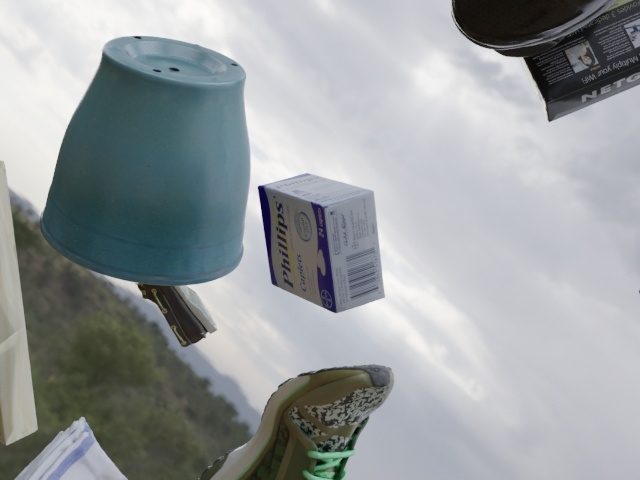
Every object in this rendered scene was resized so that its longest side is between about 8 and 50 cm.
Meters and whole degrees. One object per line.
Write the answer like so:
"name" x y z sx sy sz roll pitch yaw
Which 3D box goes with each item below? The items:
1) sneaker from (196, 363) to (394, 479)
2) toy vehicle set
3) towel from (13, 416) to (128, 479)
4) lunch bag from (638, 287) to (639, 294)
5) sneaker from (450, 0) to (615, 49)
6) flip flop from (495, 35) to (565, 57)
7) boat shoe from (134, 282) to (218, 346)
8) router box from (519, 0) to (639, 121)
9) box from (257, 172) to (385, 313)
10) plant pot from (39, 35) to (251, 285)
"sneaker" -0.013 0.318 1.422 0.158 0.410 0.182 5 46 -38
"toy vehicle set" -0.337 0.040 0.989 0.166 0.035 0.266 17 -62 40
"towel" -0.237 0.353 1.095 0.034 0.209 0.285 -6 -58 47
"lunch bag" 0.277 0.084 0.670 0.151 0.096 0.128 -7 -76 61
"sneaker" 0.200 -0.245 0.749 0.341 0.140 0.125 -35 -96 44
"flip flop" 0.349 -0.381 1.613 0.112 0.277 0.080 43 -11 -14
"boat shoe" -0.251 0.075 1.687 0.227 0.069 0.081 56 2 -23
"router box" 0.456 -0.360 1.687 0.081 0.309 0.242 48 21 -68
"box" 0.000 0.000 1.188 0.137 0.072 0.126 20 -58 55
"plant pot" -0.207 -0.117 1.374 0.272 0.255 0.271 12 24 -6
